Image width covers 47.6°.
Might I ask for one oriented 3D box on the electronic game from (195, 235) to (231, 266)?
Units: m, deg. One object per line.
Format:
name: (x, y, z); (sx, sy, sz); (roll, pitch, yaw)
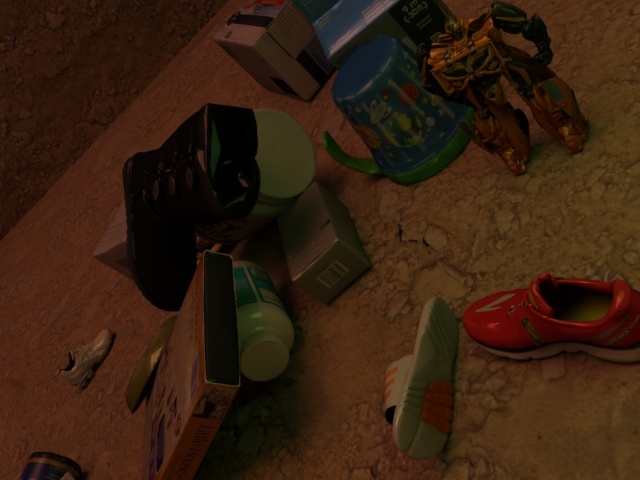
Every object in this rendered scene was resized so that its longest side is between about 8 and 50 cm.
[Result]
electronic game: (-0.290, -0.009, 1.878); (0.229, 0.048, 0.229); (-33, 35, 27)

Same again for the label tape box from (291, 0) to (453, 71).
label tape box: (0.135, -0.427, 1.488); (0.240, 0.333, 0.106); (-35, 34, 25)

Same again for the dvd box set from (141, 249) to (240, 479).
dvd box set: (-0.244, 0.270, 1.315); (0.308, 0.062, 0.420); (-103, 32, -49)

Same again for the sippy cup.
sippy cup: (0.148, -0.265, 1.406); (0.305, 0.224, 0.240); (-52, 30, -1)

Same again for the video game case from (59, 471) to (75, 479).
video game case: (-0.524, 0.563, 1.525); (0.087, 0.011, 0.122); (-46, 73, 8)

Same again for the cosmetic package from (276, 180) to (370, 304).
cosmetic package: (0.000, 0.000, 1.431); (0.127, 0.107, 0.238); (-44, 32, 14)

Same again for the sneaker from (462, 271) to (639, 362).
sneaker: (0.292, 0.084, 0.937); (0.279, 0.118, 0.107); (-10, 49, 48)

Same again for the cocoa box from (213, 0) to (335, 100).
cocoa box: (-0.106, -0.574, 2.066); (0.228, 0.231, 0.347); (-51, 31, -3)

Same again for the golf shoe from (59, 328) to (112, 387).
golf shoe: (-0.629, 0.304, 1.951); (0.069, 0.086, 0.176); (-8, 49, 51)

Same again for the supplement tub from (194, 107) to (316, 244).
supplement tub: (-0.172, -0.139, 1.623); (0.325, 0.235, 0.235); (-28, 35, 56)

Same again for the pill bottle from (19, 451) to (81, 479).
pill bottle: (-0.621, 0.590, 1.593); (0.122, 0.123, 0.219); (-24, 40, 37)

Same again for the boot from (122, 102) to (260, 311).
boot: (-0.246, -0.044, 1.443); (0.146, 0.367, 0.445); (-16, 3, -37)

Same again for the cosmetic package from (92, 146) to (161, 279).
cosmetic package: (-0.473, -0.093, 2.105); (0.217, 0.156, 0.385); (-17, 45, 46)

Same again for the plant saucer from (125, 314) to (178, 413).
plant saucer: (-0.363, 0.260, 1.580); (0.241, 0.037, 0.241); (-62, 3, 5)

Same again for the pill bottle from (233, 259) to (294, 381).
pill bottle: (-0.137, 0.157, 1.399); (0.146, 0.146, 0.264); (-46, 30, 8)

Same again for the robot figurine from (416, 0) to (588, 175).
robot figurine: (0.283, -0.233, 1.125); (0.211, 0.291, 0.085); (-23, 40, 39)

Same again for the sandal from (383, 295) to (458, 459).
sandal: (0.140, 0.199, 1.046); (0.076, 0.102, 0.265); (-25, 31, 39)
